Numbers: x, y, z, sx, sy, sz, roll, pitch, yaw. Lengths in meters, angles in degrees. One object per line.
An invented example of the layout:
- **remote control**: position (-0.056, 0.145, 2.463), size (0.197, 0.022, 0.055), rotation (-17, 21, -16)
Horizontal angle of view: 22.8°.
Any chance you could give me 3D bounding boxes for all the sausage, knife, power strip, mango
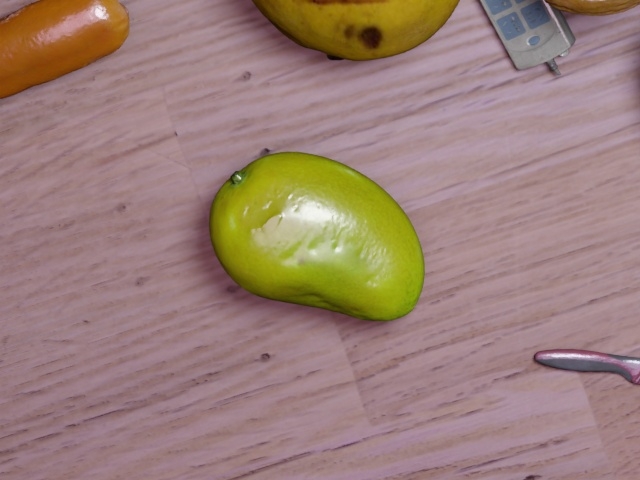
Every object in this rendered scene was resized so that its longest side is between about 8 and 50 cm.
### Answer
- **sausage**: position (-0.348, -0.246, 1.961), size (0.238, 0.098, 0.098), rotation (-21, 97, 11)
- **knife**: position (0.391, 0.163, 1.985), size (0.247, 0.018, 0.035), rotation (7, 97, 4)
- **power strip**: position (0.232, -0.295, 1.900), size (0.080, 0.029, 0.227), rotation (-24, 103, 31)
- **mango**: position (-0.001, -0.009, 1.934), size (0.273, 0.149, 0.185), rotation (12, 93, -2)
- **mango**: position (0.011, -0.424, 1.827), size (0.301, 0.220, 0.445), rotation (-16, 98, 20)

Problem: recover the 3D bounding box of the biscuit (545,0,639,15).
- **biscuit**: position (0.432, -0.371, 1.783), size (0.432, 0.064, 0.283), rotation (-29, 58, -5)
